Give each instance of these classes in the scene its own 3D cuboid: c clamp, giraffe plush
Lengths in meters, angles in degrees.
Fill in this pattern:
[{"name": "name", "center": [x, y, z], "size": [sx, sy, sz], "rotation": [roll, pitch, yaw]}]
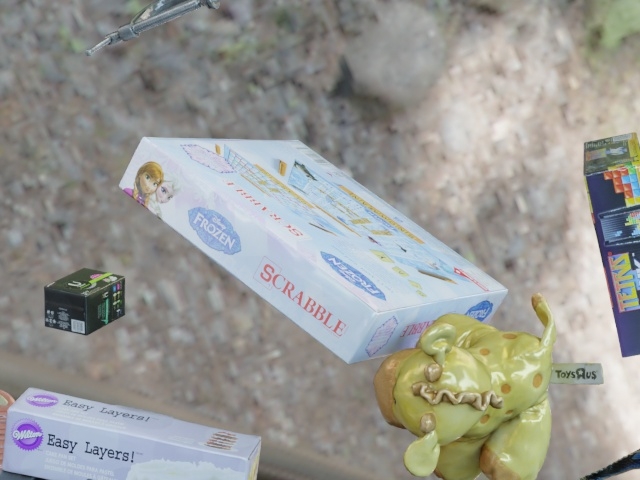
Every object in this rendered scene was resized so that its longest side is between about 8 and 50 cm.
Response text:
[{"name": "c clamp", "center": [-0.150, -0.236, 1.677], "size": [0.022, 0.161, 0.137], "rotation": [63, 21, -18]}, {"name": "giraffe plush", "center": [0.125, 0.142, 1.486], "size": [0.170, 0.210, 0.181], "rotation": [-2, 71, -44]}]

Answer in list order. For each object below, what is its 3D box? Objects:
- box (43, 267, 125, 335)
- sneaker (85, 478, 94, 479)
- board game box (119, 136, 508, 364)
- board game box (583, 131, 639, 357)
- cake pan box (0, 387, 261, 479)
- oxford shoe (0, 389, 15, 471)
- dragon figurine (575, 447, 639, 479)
[{"name": "box", "center": [-0.276, 0.071, 1.914], "size": [0.083, 0.062, 0.052], "rotation": [-31, 127, -59]}, {"name": "sneaker", "center": [-0.218, 0.336, 1.462], "size": [0.078, 0.106, 0.234], "rotation": [108, 8, -64]}, {"name": "board game box", "center": [0.000, 0.000, 1.718], "size": [0.319, 0.066, 0.318], "rotation": [37, 19, 24]}, {"name": "board game box", "center": [0.237, -0.001, 1.251], "size": [0.170, 0.048, 0.141], "rotation": [-49, 128, -76]}, {"name": "cake pan box", "center": [-0.203, 0.292, 1.648], "size": [0.070, 0.267, 0.245], "rotation": [-45, 146, -73]}, {"name": "oxford shoe", "center": [-0.439, 0.376, 2.014], "size": [0.146, 0.140, 0.397], "rotation": [84, 10, -56]}, {"name": "dragon figurine", "center": [0.407, 0.236, 1.855], "size": [0.144, 0.289, 0.085], "rotation": [63, 36, -42]}]
